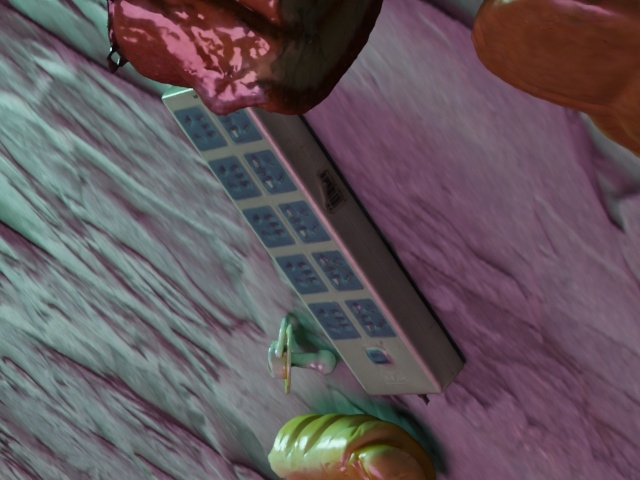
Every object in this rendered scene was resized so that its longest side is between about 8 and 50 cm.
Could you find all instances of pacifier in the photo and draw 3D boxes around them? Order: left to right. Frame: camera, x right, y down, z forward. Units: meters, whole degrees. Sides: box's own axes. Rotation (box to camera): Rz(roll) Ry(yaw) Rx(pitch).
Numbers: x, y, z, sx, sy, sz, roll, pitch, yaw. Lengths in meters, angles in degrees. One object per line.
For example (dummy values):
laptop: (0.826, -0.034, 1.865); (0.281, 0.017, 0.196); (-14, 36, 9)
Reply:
pacifier: (-0.017, 0.107, 1.620); (0.064, 0.068, 0.083); (4, 163, -2)

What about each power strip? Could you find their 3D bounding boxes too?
power strip: (0.000, 0.000, 1.471); (0.106, 0.043, 0.367); (-8, 122, 52)

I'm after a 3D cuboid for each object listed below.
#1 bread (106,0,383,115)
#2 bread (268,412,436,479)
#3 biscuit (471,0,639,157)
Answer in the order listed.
bread: (-0.037, -0.185, 1.129); (0.123, 0.244, 0.190); (16, 147, 19)
bread: (0.034, 0.216, 1.649); (0.177, 0.084, 0.119); (-7, 125, 50)
biscuit: (0.266, -0.067, 0.973); (0.376, 0.051, 0.269); (17, 168, 0)
